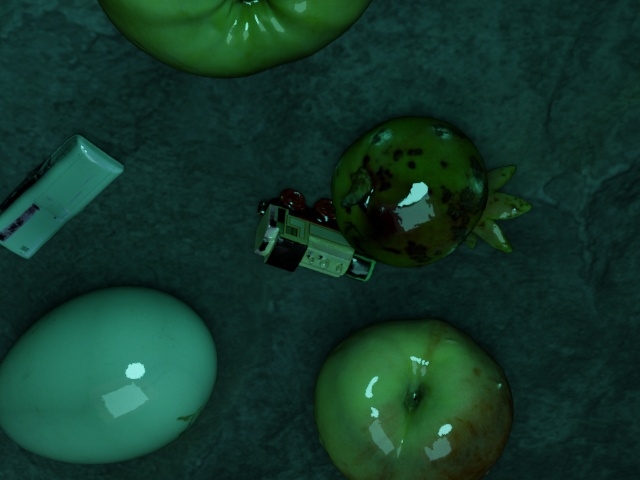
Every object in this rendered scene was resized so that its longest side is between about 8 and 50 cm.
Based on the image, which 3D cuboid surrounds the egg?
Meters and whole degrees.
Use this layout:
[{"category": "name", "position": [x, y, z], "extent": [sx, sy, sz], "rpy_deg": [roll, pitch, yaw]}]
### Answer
[{"category": "egg", "position": [-0.232, 0.146, 1.410], "extent": [0.264, 0.183, 0.183], "rpy_deg": [-20, 127, 21]}]

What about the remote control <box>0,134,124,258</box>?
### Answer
[{"category": "remote control", "position": [-0.275, -0.042, 1.353], "extent": [0.065, 0.029, 0.166], "rpy_deg": [36, 120, -28]}]

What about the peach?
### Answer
[{"category": "peach", "position": [0.099, 0.187, 1.464], "extent": [0.232, 0.232, 0.232], "rpy_deg": [-1, 129, -1]}]

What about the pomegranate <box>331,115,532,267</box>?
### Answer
[{"category": "pomegranate", "position": [0.110, -0.033, 1.300], "extent": [0.220, 0.156, 0.156], "rpy_deg": [28, 123, -27]}]

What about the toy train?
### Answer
[{"category": "toy train", "position": [0.000, 0.000, 1.360], "extent": [0.138, 0.087, 0.050], "rpy_deg": [18, 130, -15]}]

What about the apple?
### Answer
[{"category": "apple", "position": [-0.062, -0.251, 1.017], "extent": [0.262, 0.262, 0.262], "rpy_deg": [-1, 129, -1]}]
